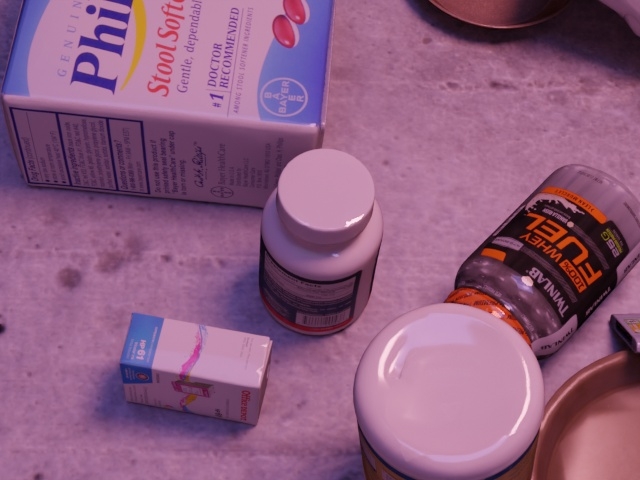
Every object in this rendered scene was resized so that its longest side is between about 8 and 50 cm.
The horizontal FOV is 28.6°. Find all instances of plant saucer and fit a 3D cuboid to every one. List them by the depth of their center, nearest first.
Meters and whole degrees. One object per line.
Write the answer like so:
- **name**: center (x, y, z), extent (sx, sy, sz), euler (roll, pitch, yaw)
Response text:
- **plant saucer**: center (0.311, 0.224, 1.083), extent (0.278, 0.041, 0.277), euler (2, 61, -3)
- **plant saucer**: center (0.187, -0.300, 1.369), extent (0.199, 0.036, 0.198), euler (2, 60, -4)

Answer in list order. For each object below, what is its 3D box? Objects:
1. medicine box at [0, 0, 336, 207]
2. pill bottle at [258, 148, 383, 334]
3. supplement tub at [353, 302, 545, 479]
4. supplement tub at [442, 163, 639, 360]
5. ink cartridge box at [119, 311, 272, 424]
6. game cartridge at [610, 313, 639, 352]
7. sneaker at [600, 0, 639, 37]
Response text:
- **medicine box**: center (-0.135, -0.187, 1.220), extent (0.289, 0.149, 0.263), euler (6, 61, -2)
- **pill bottle**: center (0.000, 0.000, 1.106), extent (0.108, 0.180, 0.108), euler (2, 61, -3)
- **supplement tub**: center (0.102, 0.155, 1.007), extent (0.144, 0.199, 0.144), euler (-2, 59, 4)
- **supplement tub**: center (0.203, 0.028, 1.141), extent (0.117, 0.117, 0.190), euler (39, 66, 17)
- **ink cartridge box**: center (-0.107, 0.112, 1.088), extent (0.123, 0.088, 0.052), euler (9, 61, 1)
- **game cartridge**: center (0.303, 0.084, 1.144), extent (0.056, 0.083, 0.017), euler (3, 105, -5)
- **sneaker**: center (0.371, -0.324, 1.341), extent (0.210, 0.137, 0.366), euler (41, 43, -6)
